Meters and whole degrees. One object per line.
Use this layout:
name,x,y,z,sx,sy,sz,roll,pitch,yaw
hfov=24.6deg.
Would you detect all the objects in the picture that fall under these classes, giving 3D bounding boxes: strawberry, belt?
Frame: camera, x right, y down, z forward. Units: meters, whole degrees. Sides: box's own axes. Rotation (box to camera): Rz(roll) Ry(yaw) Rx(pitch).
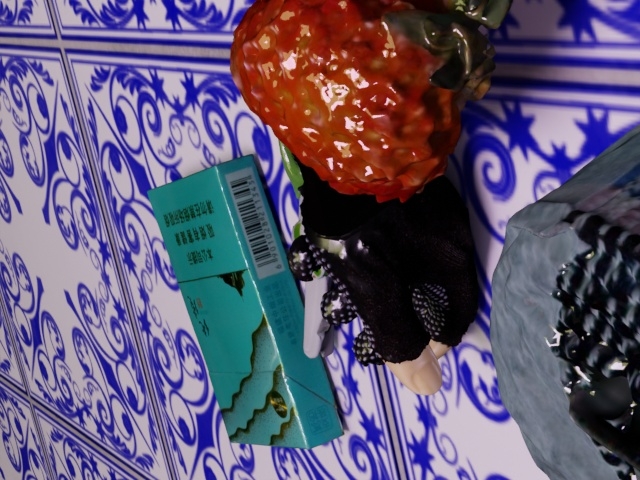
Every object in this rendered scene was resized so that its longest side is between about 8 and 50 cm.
strawberry,0.008,-0.107,0.761,0.236,0.106,0.175,169,101,-75
belt,0.181,0.057,0.583,0.257,0.150,0.207,34,147,52

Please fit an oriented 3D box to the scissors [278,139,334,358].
scissors,0.000,0.000,1.029,0.101,0.027,0.204,46,144,43

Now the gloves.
gloves,0.049,0.013,0.889,0.129,0.106,0.181,41,168,41

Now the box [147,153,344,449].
box,-0.062,0.053,1.171,0.161,0.042,0.226,-10,98,65
